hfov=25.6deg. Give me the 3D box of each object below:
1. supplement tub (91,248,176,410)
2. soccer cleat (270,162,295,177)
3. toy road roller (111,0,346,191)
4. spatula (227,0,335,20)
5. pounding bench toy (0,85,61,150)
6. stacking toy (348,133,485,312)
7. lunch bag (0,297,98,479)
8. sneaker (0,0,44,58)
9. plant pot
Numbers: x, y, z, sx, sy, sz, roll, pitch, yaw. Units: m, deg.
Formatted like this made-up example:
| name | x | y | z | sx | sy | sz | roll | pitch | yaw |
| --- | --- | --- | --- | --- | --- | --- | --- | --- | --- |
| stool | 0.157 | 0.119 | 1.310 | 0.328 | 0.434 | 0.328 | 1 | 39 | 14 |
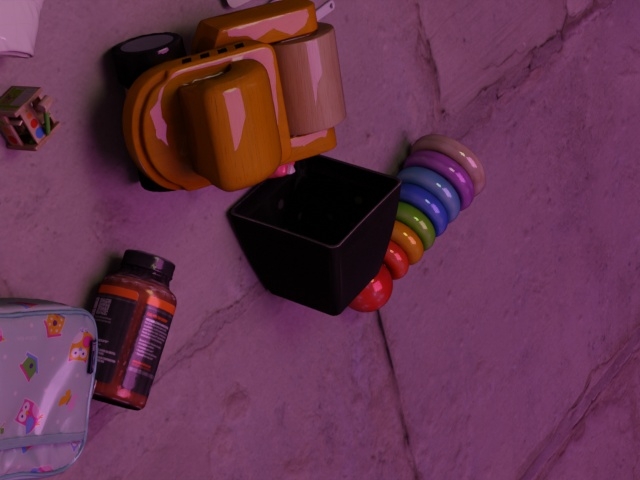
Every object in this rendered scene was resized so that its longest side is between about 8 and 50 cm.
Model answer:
| name | x | y | z | sx | sy | sz | roll | pitch | yaw |
| --- | --- | --- | --- | --- | --- | --- | --- | --- | --- |
| supplement tub | -0.249 | 0.114 | 1.829 | 0.106 | 0.106 | 0.197 | 31 | 72 | -51 |
| soccer cleat | -0.052 | -0.174 | 2.077 | 0.248 | 0.095 | 0.083 | -62 | 146 | -48 |
| toy road roller | -0.094 | -0.171 | 1.815 | 0.330 | 0.240 | 0.202 | -19 | 114 | -22 |
| spatula | -0.057 | -0.358 | 2.076 | 0.242 | 0.019 | 0.168 | -43 | 128 | -40 |
| pounding bench toy | -0.341 | -0.142 | 1.676 | 0.052 | 0.083 | 0.065 | -53 | 134 | -34 |
| stacking toy | 0.137 | -0.019 | 2.317 | 0.330 | 0.141 | 0.141 | -53 | 135 | -27 |
| lunch bag | -0.383 | 0.181 | 1.657 | 0.279 | 0.108 | 0.224 | 3 | 94 | -54 |
| sneaker | -0.407 | -0.285 | 1.541 | 0.292 | 0.108 | 0.169 | 15 | 81 | -55 |
| plant pot | 0.000 | 0.000 | 2.095 | 0.188 | 0.187 | 0.167 | -44 | 141 | -41 |
